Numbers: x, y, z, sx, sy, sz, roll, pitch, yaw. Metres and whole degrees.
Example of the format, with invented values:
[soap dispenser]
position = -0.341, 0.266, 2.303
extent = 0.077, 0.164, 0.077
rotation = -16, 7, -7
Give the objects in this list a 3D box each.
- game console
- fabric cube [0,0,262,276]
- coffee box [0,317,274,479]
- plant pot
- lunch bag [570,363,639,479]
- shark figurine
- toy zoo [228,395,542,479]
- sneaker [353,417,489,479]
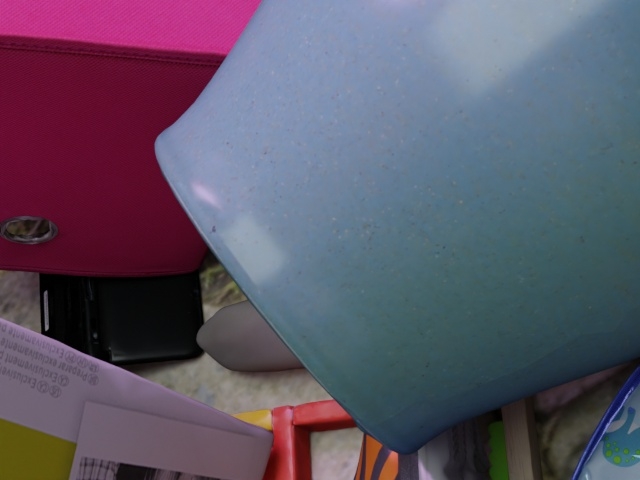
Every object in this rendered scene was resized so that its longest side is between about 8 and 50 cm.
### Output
[game console]
position = -0.143, 0.040, 0.841
extent = 0.107, 0.071, 0.122
rotation = -34, 54, 42
[fabric cube]
position = -0.167, -0.148, 0.728
extent = 0.254, 0.258, 0.259
rotation = 3, 64, -19
[coffee box]
position = -0.289, 0.193, 0.630
extent = 0.338, 0.338, 0.334
rotation = 7, 73, 33
[plant pot]
position = 0.079, -0.049, 0.530
extent = 0.255, 0.271, 0.271
rotation = -40, 60, 3
[lunch bag]
position = 0.175, 0.135, 0.597
extent = 0.096, 0.129, 0.151
rotation = 37, 86, 31
[shark figurine]
position = 0.023, -0.013, 0.695
extent = 0.166, 0.116, 0.278
rotation = 31, 108, 23
[toy zoo]
position = -0.010, 0.193, 0.709
extent = 0.293, 0.030, 0.192
rotation = -11, 66, 19
[sneaker]
position = -0.003, 0.208, 0.610
extent = 0.180, 0.124, 0.321
rotation = -6, 68, 19
